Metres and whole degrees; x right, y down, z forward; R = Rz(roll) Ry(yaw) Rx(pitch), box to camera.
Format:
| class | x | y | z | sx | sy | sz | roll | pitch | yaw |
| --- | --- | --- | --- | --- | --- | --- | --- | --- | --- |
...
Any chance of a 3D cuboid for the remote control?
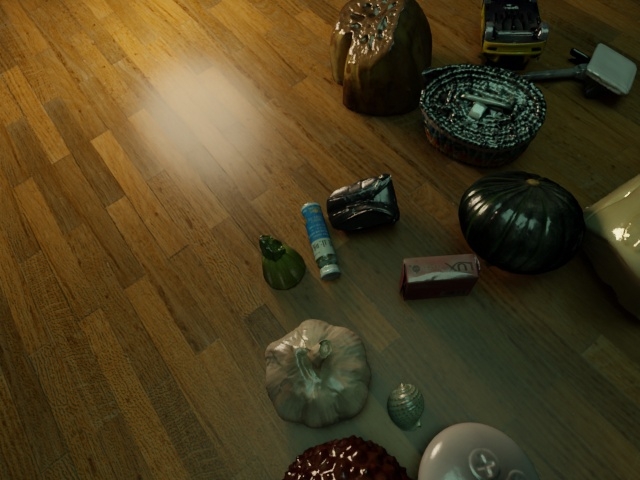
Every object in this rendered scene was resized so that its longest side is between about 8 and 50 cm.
| class | x | y | z | sx | sy | sz | roll | pitch | yaw |
| --- | --- | --- | --- | --- | --- | --- | --- | --- | --- |
| remote control | 0.286 | 0.475 | 0.691 | 0.221 | 0.103 | 0.331 | -9 | 64 | -14 |

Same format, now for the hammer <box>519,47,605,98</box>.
| class | x | y | z | sx | sy | sz | roll | pitch | yaw |
| --- | --- | --- | --- | --- | --- | --- | --- | --- | --- |
| hammer | 0.527 | -0.436 | 1.146 | 0.427 | 0.044 | 0.152 | -4 | 63 | 6 |

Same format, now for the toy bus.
| class | x | y | z | sx | sy | sz | roll | pitch | yaw |
| --- | --- | --- | --- | --- | --- | --- | --- | --- | --- |
| toy bus | 0.490 | -0.539 | 1.106 | 0.145 | 0.151 | 0.331 | 7 | 51 | 12 |

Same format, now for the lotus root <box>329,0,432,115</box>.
| class | x | y | z | sx | sy | sz | roll | pitch | yaw |
| --- | --- | --- | --- | --- | --- | --- | --- | --- | --- |
| lotus root | 0.139 | -0.504 | 1.139 | 0.316 | 0.250 | 0.316 | -5 | 70 | 14 |

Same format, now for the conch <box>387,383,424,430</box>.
| class | x | y | z | sx | sy | sz | roll | pitch | yaw |
| --- | --- | --- | --- | --- | --- | --- | --- | --- | --- |
| conch | 0.164 | 0.322 | 0.817 | 0.076 | 0.056 | 0.085 | -20 | 62 | 12 |

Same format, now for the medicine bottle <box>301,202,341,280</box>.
| class | x | y | z | sx | sy | sz | roll | pitch | yaw |
| --- | --- | --- | --- | --- | --- | --- | --- | --- | --- |
| medicine bottle | 0.000 | 0.000 | 0.994 | 0.051 | 0.051 | 0.191 | -17 | 63 | -1 |

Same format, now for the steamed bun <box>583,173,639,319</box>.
| class | x | y | z | sx | sy | sz | roll | pitch | yaw |
| --- | --- | --- | --- | --- | --- | --- | --- | --- | --- |
| steamed bun | 0.650 | -0.028 | 0.809 | 0.290 | 0.273 | 0.272 | -40 | 49 | 8 |

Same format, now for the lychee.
| class | x | y | z | sx | sy | sz | roll | pitch | yaw |
| --- | --- | --- | --- | --- | --- | --- | --- | --- | --- |
| lychee | 0.045 | 0.453 | 0.666 | 0.265 | 0.300 | 0.264 | 4 | 108 | 13 |

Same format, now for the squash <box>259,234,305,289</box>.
| class | x | y | z | sx | sy | sz | roll | pitch | yaw |
| --- | --- | --- | --- | --- | --- | --- | --- | --- | --- |
| squash | -0.094 | 0.038 | 0.942 | 0.105 | 0.132 | 0.105 | -4 | 62 | 7 |

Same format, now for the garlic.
| class | x | y | z | sx | sy | sz | roll | pitch | yaw |
| --- | --- | --- | --- | --- | --- | --- | --- | --- | --- |
| garlic | -0.010 | 0.235 | 0.794 | 0.219 | 0.212 | 0.218 | -1 | 60 | 2 |

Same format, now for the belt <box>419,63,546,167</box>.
| class | x | y | z | sx | sy | sz | roll | pitch | yaw |
| --- | --- | --- | --- | --- | --- | --- | --- | --- | --- |
| belt | 0.376 | -0.299 | 1.038 | 0.295 | 0.160 | 0.206 | 17 | 85 | 16 |

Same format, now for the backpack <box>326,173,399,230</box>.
| class | x | y | z | sx | sy | sz | roll | pitch | yaw |
| --- | --- | --- | --- | --- | --- | --- | --- | --- | --- |
| backpack | 0.100 | -0.082 | 0.993 | 0.165 | 0.106 | 0.119 | -10 | 84 | 20 |

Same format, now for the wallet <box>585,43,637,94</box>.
| class | x | y | z | sx | sy | sz | roll | pitch | yaw |
| --- | --- | --- | --- | --- | --- | --- | --- | --- | --- |
| wallet | 0.751 | -0.440 | 1.095 | 0.124 | 0.032 | 0.183 | 36 | 57 | 5 |

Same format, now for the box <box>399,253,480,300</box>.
| class | x | y | z | sx | sy | sz | roll | pitch | yaw |
| --- | --- | --- | --- | --- | --- | --- | --- | --- | --- |
| box | 0.245 | 0.078 | 0.893 | 0.156 | 0.111 | 0.060 | -5 | 63 | 3 |

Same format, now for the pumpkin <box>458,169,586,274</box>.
| class | x | y | z | sx | sy | sz | roll | pitch | yaw |
| --- | --- | --- | --- | --- | --- | --- | --- | --- | --- |
| pumpkin | 0.399 | -0.030 | 0.871 | 0.250 | 0.216 | 0.249 | 20 | 30 | -12 |
